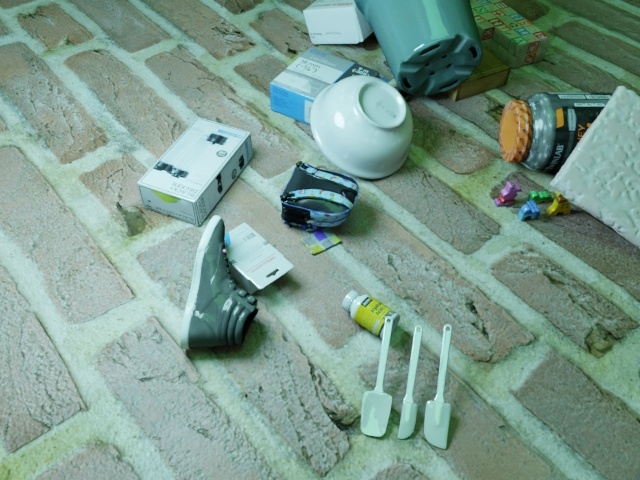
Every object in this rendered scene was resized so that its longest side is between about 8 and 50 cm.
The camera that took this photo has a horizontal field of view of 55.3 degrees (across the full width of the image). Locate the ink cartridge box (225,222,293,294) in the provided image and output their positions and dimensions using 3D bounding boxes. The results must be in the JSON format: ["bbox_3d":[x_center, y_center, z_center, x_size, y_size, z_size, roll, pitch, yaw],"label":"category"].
[{"bbox_3d":[-0.154,0.050,1.388,0.104,0.060,0.180,-34,57,-28],"label":"ink cartridge box"}]

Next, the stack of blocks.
[{"bbox_3d":[0.595,-0.697,2.046,0.171,0.087,0.297,-20,52,-18],"label":"stack of blocks"}]

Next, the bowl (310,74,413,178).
[{"bbox_3d":[0.131,-0.322,1.598,0.298,0.134,0.297,8,67,-19],"label":"bowl"}]

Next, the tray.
[{"bbox_3d":[0.401,-0.616,1.980,0.203,0.076,0.411,-21,54,-19],"label":"tray"}]

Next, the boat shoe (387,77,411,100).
[{"bbox_3d":[0.195,-0.408,1.788,0.073,0.080,0.223,26,48,26],"label":"boat shoe"}]

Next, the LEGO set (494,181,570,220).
[{"bbox_3d":[0.569,-0.114,1.531,0.227,0.093,0.087,-8,50,-9],"label":"LEGO set"}]

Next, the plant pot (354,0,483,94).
[{"bbox_3d":[0.296,-0.627,1.762,0.341,0.341,0.334,-9,67,-9],"label":"plant pot"}]

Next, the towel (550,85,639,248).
[{"bbox_3d":[0.769,-0.162,1.468,0.332,0.053,0.317,35,82,3],"label":"towel"}]

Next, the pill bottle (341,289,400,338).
[{"bbox_3d":[0.105,0.155,1.302,0.116,0.065,0.065,31,55,23],"label":"pill bottle"}]

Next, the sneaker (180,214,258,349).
[{"bbox_3d":[-0.197,0.093,1.299,0.147,0.104,0.295,7,70,-1],"label":"sneaker"}]

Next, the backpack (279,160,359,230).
[{"bbox_3d":[0.002,-0.098,1.485,0.173,0.116,0.158,13,49,10],"label":"backpack"}]

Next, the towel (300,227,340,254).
[{"bbox_3d":[0.000,0.000,1.471,0.083,0.009,0.060,-23,53,-20],"label":"towel"}]

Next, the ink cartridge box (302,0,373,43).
[{"bbox_3d":[0.111,-0.777,2.042,0.211,0.121,0.289,10,46,35],"label":"ink cartridge box"}]

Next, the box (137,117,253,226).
[{"bbox_3d":[-0.313,-0.183,1.570,0.169,0.087,0.290,20,51,15],"label":"box"}]

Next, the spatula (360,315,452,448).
[{"bbox_3d":[0.175,0.269,1.194,0.168,0.019,0.241,7,68,9],"label":"spatula"}]

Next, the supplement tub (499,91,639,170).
[{"bbox_3d":[0.662,-0.286,1.610,0.338,0.207,0.207,-1,49,-1],"label":"supplement tub"}]

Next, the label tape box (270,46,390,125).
[{"bbox_3d":[0.039,-0.475,1.824,0.241,0.105,0.333,25,53,18],"label":"label tape box"}]
